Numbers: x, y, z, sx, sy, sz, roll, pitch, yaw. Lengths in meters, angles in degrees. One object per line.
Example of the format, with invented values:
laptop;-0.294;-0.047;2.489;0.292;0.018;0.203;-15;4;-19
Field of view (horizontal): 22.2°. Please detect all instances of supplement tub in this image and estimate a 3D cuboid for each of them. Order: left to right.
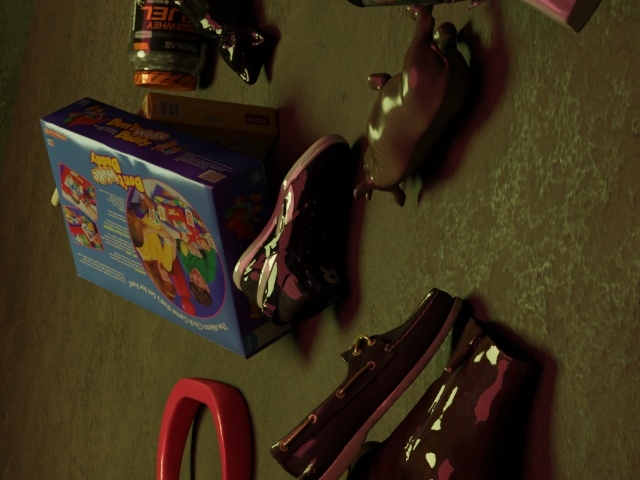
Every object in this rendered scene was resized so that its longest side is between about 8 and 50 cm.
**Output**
supplement tub;-0.218;-0.316;2.371;0.117;0.117;0.190;-178;91;-69

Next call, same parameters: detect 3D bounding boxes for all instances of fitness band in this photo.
fitness band;-0.157;0.290;2.185;0.291;0.054;0.209;-178;95;-69

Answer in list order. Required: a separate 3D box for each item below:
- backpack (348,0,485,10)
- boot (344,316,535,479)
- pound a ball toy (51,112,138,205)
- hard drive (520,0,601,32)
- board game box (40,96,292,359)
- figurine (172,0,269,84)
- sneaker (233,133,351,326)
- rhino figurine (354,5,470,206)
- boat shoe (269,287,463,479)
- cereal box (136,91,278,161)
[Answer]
backpack;0.117;-0.306;1.340;0.253;0.191;0.225;-5;79;31
boot;0.112;0.169;1.485;0.207;0.090;0.248;-68;18;5
pound a ball toy;-0.311;-0.115;2.449;0.319;0.208;0.136;142;129;-64
hard drive;0.110;-0.338;1.226;0.353;0.047;0.233;35;98;26
board game box;-0.193;-0.022;1.997;0.347;0.078;0.233;22;131;43
figurine;-0.102;-0.340;2.131;0.209;0.092;0.215;56;138;47
sneaker;0.000;0.000;1.810;0.121;0.079;0.217;44;115;32
rhino figurine;0.081;-0.115;1.597;0.243;0.073;0.106;117;153;-48
boat shoe;0.043;0.130;1.513;0.228;0.068;0.081;-52;-2;-1
cereal box;-0.174;-0.103;2.130;0.240;0.173;0.047;128;143;-55
